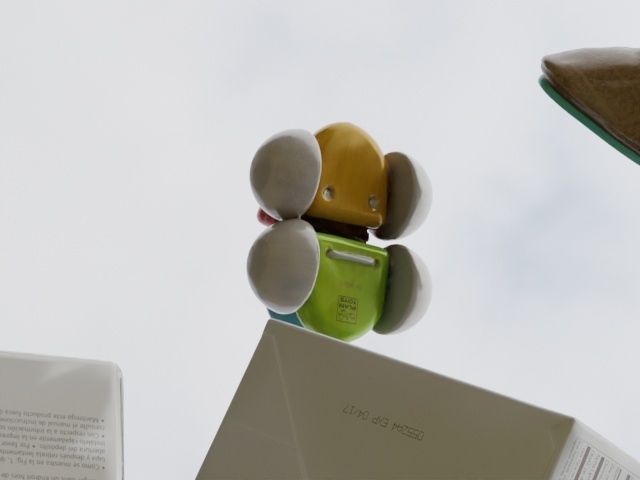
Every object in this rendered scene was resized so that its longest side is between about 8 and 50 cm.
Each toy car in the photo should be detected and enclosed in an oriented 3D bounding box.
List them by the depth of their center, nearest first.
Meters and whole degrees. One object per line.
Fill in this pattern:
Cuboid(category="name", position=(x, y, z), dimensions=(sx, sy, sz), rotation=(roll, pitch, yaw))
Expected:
Cuboid(category="toy car", position=(0.000, 0.000, 1.338), dimensions=(0.136, 0.159, 0.182), rotation=(-21, -118, 52))

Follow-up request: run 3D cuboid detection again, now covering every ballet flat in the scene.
Cuboid(category="ballet flat", position=(0.332, -0.072, 1.274), dimensions=(0.342, 0.116, 0.124), rotation=(37, -67, -10))

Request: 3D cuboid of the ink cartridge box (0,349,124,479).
Cuboid(category="ink cartridge box", position=(-0.250, 0.170, 0.845), dimensions=(0.066, 0.296, 0.261), rotation=(118, -27, -47))

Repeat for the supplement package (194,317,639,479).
Cuboid(category="supplement package", position=(0.055, 0.193, 1.032), dimensions=(0.261, 0.145, 0.204), rotation=(15, -104, 46))
